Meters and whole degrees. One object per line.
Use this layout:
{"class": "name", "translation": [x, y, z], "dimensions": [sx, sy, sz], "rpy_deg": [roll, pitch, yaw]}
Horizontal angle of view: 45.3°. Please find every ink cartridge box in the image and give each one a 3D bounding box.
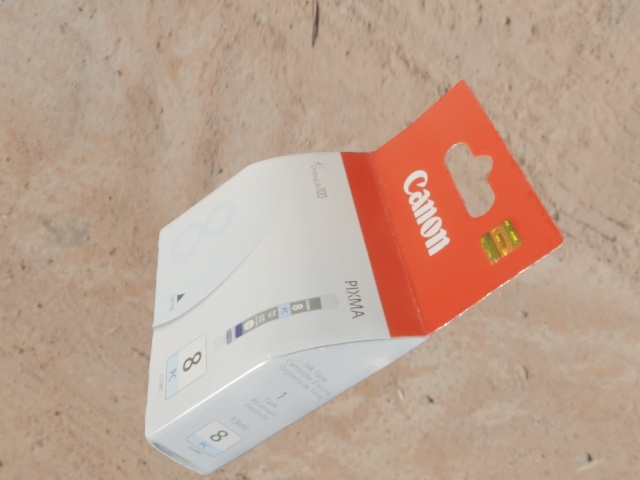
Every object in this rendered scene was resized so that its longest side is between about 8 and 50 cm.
{"class": "ink cartridge box", "translation": [0.000, 0.000, 0.741], "dimensions": [0.385, 0.308, 0.091], "rpy_deg": [-36, 123, 18]}

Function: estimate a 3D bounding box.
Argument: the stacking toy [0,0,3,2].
{"class": "stacking toy", "translation": [-0.350, -0.322, 0.763], "dimensions": [0.221, 0.052, 0.167], "rpy_deg": [-15, 153, 34]}
